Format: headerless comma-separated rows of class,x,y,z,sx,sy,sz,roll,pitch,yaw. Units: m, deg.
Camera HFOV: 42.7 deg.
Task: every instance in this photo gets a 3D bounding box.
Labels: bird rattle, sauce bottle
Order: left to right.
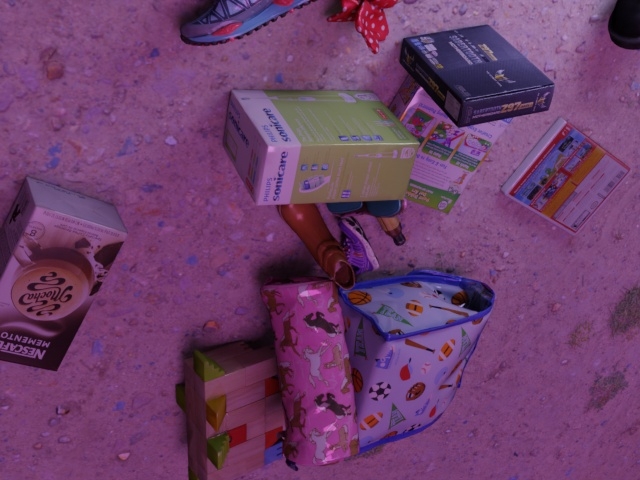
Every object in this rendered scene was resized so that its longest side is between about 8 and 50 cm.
sauce bottle,0.145,-0.037,1.715,0.042,0.042,0.128,-32,134,-1
bird rattle,0.117,-0.447,1.340,0.207,0.143,0.254,-34,137,-21

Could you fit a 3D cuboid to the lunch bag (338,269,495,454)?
lunch bag,0.194,0.251,1.821,0.385,0.239,0.328,-7,126,-34

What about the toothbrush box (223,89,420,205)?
toothbrush box,-0.003,-0.168,1.433,0.283,0.206,0.122,-3,126,-25

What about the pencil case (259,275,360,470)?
pencil case,-0.022,0.258,1.662,0.167,0.160,0.386,-7,89,-7

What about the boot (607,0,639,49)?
boot,0.636,-0.551,1.500,0.348,0.131,0.260,-49,138,0

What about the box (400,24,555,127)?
box,0.273,-0.297,1.451,0.183,0.233,0.059,-12,135,-17

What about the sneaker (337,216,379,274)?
sneaker,0.069,0.017,1.704,0.071,0.068,0.170,-26,133,2

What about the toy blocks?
toy blocks,-0.158,0.365,1.801,0.260,0.190,0.382,-15,122,-32

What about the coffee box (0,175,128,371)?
coffee box,-0.481,0.063,1.416,0.168,0.119,0.297,19,109,-36

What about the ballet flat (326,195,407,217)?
ballet flat,0.104,-0.081,1.572,0.079,0.221,0.077,-11,95,-38

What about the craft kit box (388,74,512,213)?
craft kit box,0.223,-0.192,1.628,0.249,0.061,0.247,17,113,-35

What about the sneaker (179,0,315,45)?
sneaker,-0.115,-0.399,1.295,0.261,0.104,0.125,-28,110,-4

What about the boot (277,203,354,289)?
boot,0.000,0.000,1.596,0.073,0.152,0.197,-37,132,4

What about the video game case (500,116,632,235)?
video game case,0.560,-0.137,1.854,0.285,0.025,0.204,23,112,-37
